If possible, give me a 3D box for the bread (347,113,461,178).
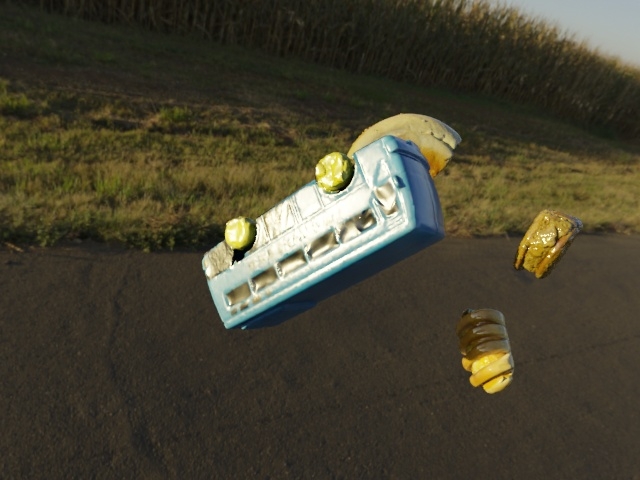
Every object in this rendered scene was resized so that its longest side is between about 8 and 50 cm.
[{"bbox_3d":[0.148,-0.162,1.018,0.191,0.314,0.171,26,30,-10],"label":"bread"}]

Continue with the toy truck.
[{"bbox_3d":[0.000,0.000,0.675,0.161,0.384,0.163,8,56,-58],"label":"toy truck"}]

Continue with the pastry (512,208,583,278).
[{"bbox_3d":[0.314,0.005,0.612,0.057,0.109,0.097,31,65,28],"label":"pastry"}]

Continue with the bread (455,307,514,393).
[{"bbox_3d":[0.335,0.220,0.903,0.084,0.119,0.177,6,53,-9],"label":"bread"}]
